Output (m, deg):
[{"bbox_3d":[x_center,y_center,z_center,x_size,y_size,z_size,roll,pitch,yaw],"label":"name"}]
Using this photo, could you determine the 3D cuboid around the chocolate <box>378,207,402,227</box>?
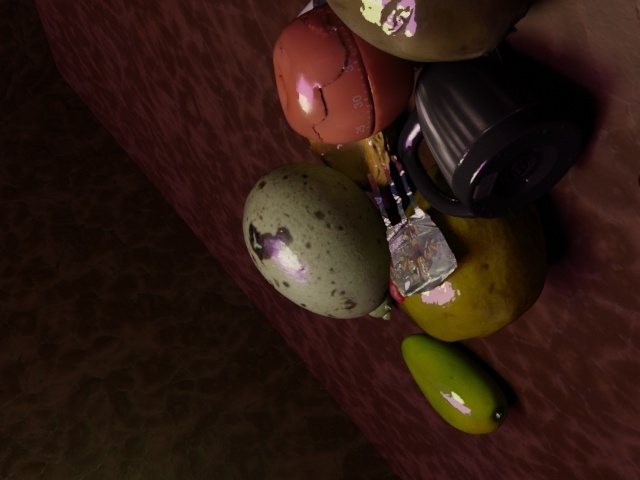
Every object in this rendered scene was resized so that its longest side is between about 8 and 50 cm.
[{"bbox_3d":[0.200,-0.002,1.658,0.309,0.134,0.134,26,147,60],"label":"chocolate"}]

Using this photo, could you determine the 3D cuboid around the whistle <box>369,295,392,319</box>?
[{"bbox_3d":[0.130,0.160,2.126,0.227,0.085,0.105,26,146,49],"label":"whistle"}]

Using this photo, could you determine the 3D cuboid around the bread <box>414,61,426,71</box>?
[{"bbox_3d":[0.144,-0.345,1.354,0.090,0.035,0.094,55,160,-6],"label":"bread"}]

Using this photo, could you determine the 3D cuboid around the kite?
[{"bbox_3d":[0.149,-0.026,1.259,0.141,0.015,0.245,-34,70,41],"label":"kite"}]

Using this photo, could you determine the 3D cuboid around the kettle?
[{"bbox_3d":[0.252,-0.187,1.170,0.250,0.207,0.271,82,161,-57],"label":"kettle"}]

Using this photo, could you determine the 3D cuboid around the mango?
[{"bbox_3d":[0.340,0.369,1.909,0.343,0.156,0.192,44,149,34],"label":"mango"}]

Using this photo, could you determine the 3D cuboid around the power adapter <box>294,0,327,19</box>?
[{"bbox_3d":[0.021,-0.400,1.402,0.125,0.130,0.205,56,161,-7],"label":"power adapter"}]

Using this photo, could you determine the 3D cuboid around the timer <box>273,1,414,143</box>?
[{"bbox_3d":[0.033,-0.275,1.195,0.229,0.215,0.229,161,90,-77],"label":"timer"}]

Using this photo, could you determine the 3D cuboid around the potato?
[{"bbox_3d":[0.132,-0.385,1.019,0.326,0.243,0.221,50,156,12],"label":"potato"}]

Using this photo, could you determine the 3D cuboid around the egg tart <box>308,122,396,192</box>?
[{"bbox_3d":[0.067,-0.246,1.565,0.315,0.120,0.315,45,160,21],"label":"egg tart"}]

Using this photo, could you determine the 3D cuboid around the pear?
[{"bbox_3d":[0.271,0.004,1.334,0.287,0.287,0.375,16,108,58],"label":"pear"}]

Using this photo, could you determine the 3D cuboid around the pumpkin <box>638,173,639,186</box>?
[{"bbox_3d":[0.488,-0.081,1.045,0.050,0.028,0.083,57,155,-5],"label":"pumpkin"}]

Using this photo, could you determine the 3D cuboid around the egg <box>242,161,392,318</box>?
[{"bbox_3d":[0.000,0.000,1.579,0.379,0.287,0.287,45,159,1],"label":"egg"}]
